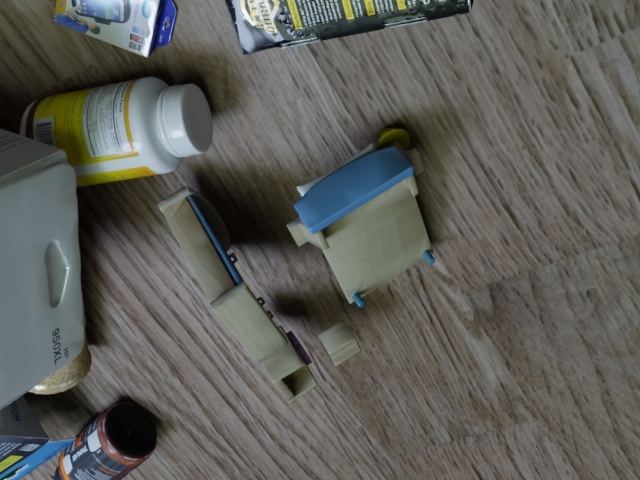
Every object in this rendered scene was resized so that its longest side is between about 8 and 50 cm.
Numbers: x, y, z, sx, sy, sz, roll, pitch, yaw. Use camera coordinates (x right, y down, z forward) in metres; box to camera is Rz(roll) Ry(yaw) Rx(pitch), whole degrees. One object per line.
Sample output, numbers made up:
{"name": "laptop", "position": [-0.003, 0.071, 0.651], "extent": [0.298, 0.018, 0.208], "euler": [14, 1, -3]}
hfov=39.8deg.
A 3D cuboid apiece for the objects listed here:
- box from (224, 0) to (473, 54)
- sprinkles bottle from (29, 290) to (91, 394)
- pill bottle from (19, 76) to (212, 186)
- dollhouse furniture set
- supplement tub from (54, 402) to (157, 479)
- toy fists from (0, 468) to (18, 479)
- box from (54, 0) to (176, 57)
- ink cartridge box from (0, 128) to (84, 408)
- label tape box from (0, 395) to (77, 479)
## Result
{"name": "box", "position": [0.001, -0.362, 0.872], "extent": [0.257, 0.079, 0.322], "euler": [-6, 123, 20]}
{"name": "sprinkles bottle", "position": [-0.397, 0.054, 1.241], "extent": [0.121, 0.121, 0.355], "euler": [10, 127, 7]}
{"name": "pill bottle", "position": [-0.245, -0.132, 1.072], "extent": [0.215, 0.117, 0.117], "euler": [-7, 123, 18]}
{"name": "dollhouse furniture set", "position": [0.000, 0.000, 1.141], "extent": [0.303, 0.198, 0.286], "euler": [-32, 140, -2]}
{"name": "supplement tub", "position": [-0.362, 0.355, 1.458], "extent": [0.106, 0.106, 0.198], "euler": [39, 124, -15]}
{"name": "toy fists", "position": [-0.609, 0.339, 1.511], "extent": [0.142, 0.096, 0.279], "euler": [5, 132, 25]}
{"name": "box", "position": [-0.238, -0.270, 1.028], "extent": [0.136, 0.028, 0.081], "euler": [21, 127, 0]}
{"name": "ink cartridge box", "position": [-0.492, -0.004, 1.061], "extent": [0.395, 0.166, 0.285], "euler": [18, 121, 24]}
{"name": "label tape box", "position": [-0.581, 0.306, 1.326], "extent": [0.249, 0.115, 0.347], "euler": [-33, 155, 15]}
